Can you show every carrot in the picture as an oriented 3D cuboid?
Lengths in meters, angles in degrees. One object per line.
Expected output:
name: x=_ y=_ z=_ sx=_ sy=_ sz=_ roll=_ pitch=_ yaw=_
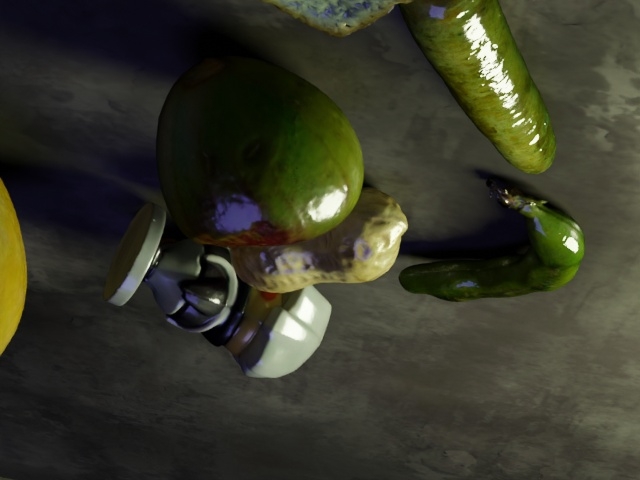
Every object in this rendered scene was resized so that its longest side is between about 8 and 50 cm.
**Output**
carrot: x=0.137 y=-0.129 z=1.504 sx=0.074 sy=0.074 sz=0.358 roll=3 pitch=159 yaw=21

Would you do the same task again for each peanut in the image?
peanut: x=0.000 y=0.000 z=1.881 sx=0.229 sy=0.098 sz=0.103 roll=-9 pitch=-177 yaw=38

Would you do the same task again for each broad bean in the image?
broad bean: x=0.186 y=0.015 z=1.893 sx=0.144 sy=0.049 sz=0.292 roll=22 pitch=156 yaw=-9

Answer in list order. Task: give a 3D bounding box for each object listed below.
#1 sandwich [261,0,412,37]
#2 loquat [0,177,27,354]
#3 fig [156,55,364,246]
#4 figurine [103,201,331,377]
sandwich: x=0.005 y=-0.249 z=1.221 sx=0.249 sy=0.095 sz=0.273 roll=23 pitch=156 yaw=-29
loquat: x=-0.465 y=0.017 z=1.888 sx=0.328 sy=0.328 sz=0.359 roll=30 pitch=-178 yaw=-41
fig: x=-0.062 y=-0.076 z=1.621 sx=0.181 sy=0.181 sz=0.191 roll=-1 pitch=133 yaw=30
figurine: x=-0.109 y=0.058 z=2.031 sx=0.236 sy=0.133 sz=0.176 roll=25 pitch=-173 yaw=-15
